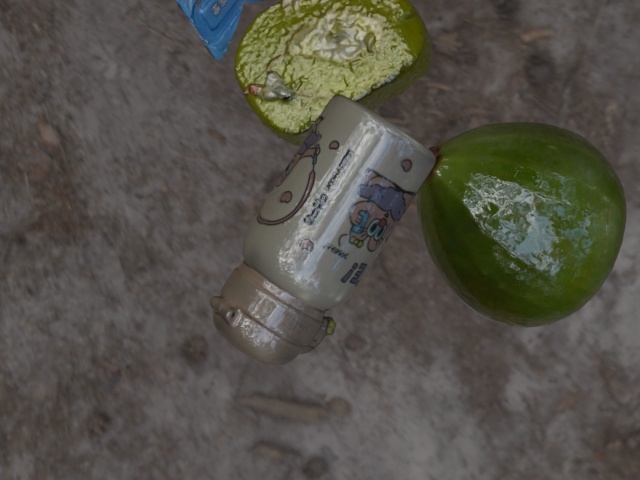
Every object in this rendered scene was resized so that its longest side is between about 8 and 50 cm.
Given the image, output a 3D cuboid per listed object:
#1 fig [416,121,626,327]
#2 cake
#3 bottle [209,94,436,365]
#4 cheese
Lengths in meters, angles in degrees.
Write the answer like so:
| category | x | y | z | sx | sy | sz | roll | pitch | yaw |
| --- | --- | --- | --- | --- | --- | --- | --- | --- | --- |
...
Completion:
| category | x | y | z | sx | sy | sz | roll | pitch | yaw |
| --- | --- | --- | --- | --- | --- | --- | --- | --- | --- |
| fig | 0.269 | -0.039 | 1.818 | 0.316 | 0.316 | 0.316 | -6 | 110 | -18 |
| cake | 0.015 | -0.254 | 1.752 | 0.260 | 0.156 | 0.179 | -30 | 84 | 6 |
| bottle | 0.000 | 0.000 | 1.001 | 0.110 | 0.097 | 0.209 | 30 | 94 | -42 |
| cheese | -0.099 | -0.365 | 1.711 | 0.245 | 0.052 | 0.135 | -56 | 136 | -21 |
